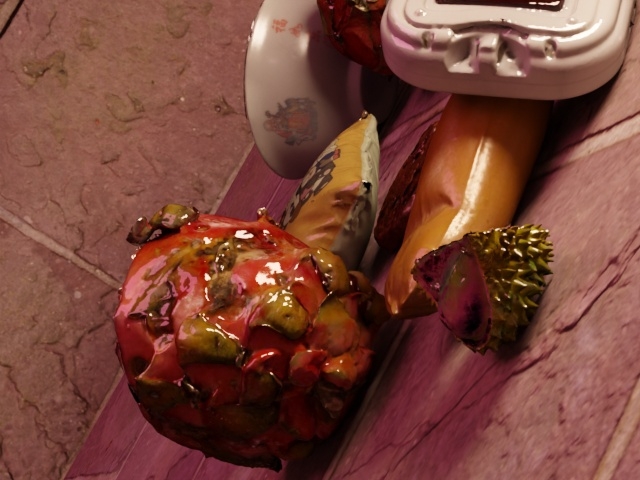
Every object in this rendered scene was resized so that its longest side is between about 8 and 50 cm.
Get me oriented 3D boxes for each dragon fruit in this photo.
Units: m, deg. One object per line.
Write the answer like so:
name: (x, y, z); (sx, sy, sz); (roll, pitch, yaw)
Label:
dragon fruit: (0.104, -0.366, 2.439); (0.244, 0.244, 0.299); (-55, -26, 17)
dragon fruit: (-0.045, 0.105, 1.874); (0.263, 0.314, 0.296); (-8, 61, 31)

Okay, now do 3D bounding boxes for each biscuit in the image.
biscuit: (0.127, -0.069, 2.085); (0.192, 0.049, 0.192); (-63, 7, 13)

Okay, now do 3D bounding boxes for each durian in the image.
durian: (0.164, 0.052, 1.517); (0.187, 0.119, 0.108); (141, 121, -69)

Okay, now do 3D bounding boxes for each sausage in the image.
sausage: (0.155, -0.050, 1.725); (0.134, 0.116, 0.354); (-28, 33, 56)

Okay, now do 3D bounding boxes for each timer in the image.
timer: (0.203, -0.251, 1.733); (0.237, 0.262, 0.087); (-68, -23, -43)

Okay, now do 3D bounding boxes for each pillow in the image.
pillow: (0.000, 0.000, 2.236); (0.310, 0.119, 0.312); (-88, 22, -66)

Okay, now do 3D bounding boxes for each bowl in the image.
bowl: (0.028, -0.263, 2.638); (0.157, 0.345, 0.345); (7, 55, 29)

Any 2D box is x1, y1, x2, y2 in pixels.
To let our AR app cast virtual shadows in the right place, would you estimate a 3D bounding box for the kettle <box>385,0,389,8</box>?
kettle: (0.235, -0.350, 2.209); (0.211, 0.160, 0.243); (-32, 4, -29)
